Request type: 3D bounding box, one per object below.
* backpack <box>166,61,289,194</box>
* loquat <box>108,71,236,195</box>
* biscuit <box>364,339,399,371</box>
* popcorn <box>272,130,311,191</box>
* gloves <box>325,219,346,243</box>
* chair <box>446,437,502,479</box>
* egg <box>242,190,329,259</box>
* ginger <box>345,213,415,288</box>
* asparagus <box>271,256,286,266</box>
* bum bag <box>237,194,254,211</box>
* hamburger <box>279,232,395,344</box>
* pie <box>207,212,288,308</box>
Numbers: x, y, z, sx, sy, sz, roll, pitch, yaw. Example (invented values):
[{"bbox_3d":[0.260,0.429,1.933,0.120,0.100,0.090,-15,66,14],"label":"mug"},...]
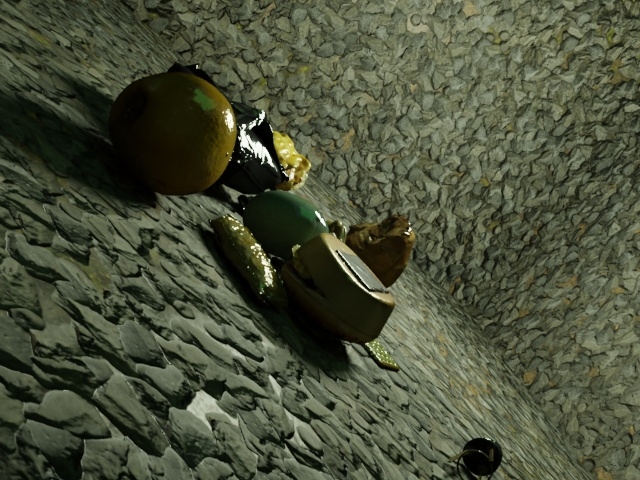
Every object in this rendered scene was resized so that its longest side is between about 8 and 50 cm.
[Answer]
[{"bbox_3d":[-0.274,-0.286,1.979,0.363,0.255,0.445,54,11,31],"label":"backpack"},{"bbox_3d":[-0.310,-0.231,1.551,0.275,0.275,0.275,42,10,-9],"label":"loquat"},{"bbox_3d":[0.122,0.262,1.952,0.231,0.016,0.139,50,11,30],"label":"biscuit"},{"bbox_3d":[-0.164,-0.290,2.660,0.191,0.190,0.253,-22,74,-46],"label":"popcorn"},{"bbox_3d":[-0.004,0.016,2.079,0.154,0.141,0.331,10,11,-4],"label":"gloves"},{"bbox_3d":[0.358,0.513,1.650,0.095,0.104,0.221,30,7,23],"label":"chair"},{"bbox_3d":[-0.090,-0.038,1.861,0.236,0.169,0.169,19,7,8],"label":"egg"},{"bbox_3d":[0.198,0.058,2.394,0.200,0.269,0.223,-68,144,-55],"label":"ginger"},{"bbox_3d":[-0.066,0.076,1.954,0.023,0.022,0.233,-2,-13,29],"label":"asparagus"},{"bbox_3d":[-0.193,-0.099,2.088,0.087,0.049,0.197,48,10,4],"label":"bum bag"},{"bbox_3d":[0.037,0.123,1.720,0.300,0.176,0.300,43,9,-8],"label":"hamburger"},{"bbox_3d":[-0.157,0.045,1.595,0.128,0.068,0.282,29,22,-53],"label":"pie"}]
